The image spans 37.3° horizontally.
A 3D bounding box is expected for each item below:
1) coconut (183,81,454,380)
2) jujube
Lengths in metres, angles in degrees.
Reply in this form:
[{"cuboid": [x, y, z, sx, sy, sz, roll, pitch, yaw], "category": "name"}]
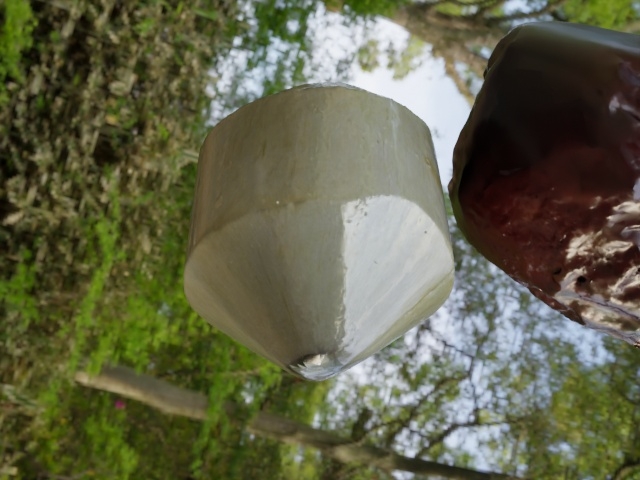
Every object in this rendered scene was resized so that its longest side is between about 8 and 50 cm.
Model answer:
[{"cuboid": [0.000, 0.000, 0.704, 0.202, 0.202, 0.222, 131, -32, -49], "category": "coconut"}, {"cuboid": [0.274, -0.028, 0.771, 0.258, 0.376, 0.258, -54, -175, 8], "category": "jujube"}]
